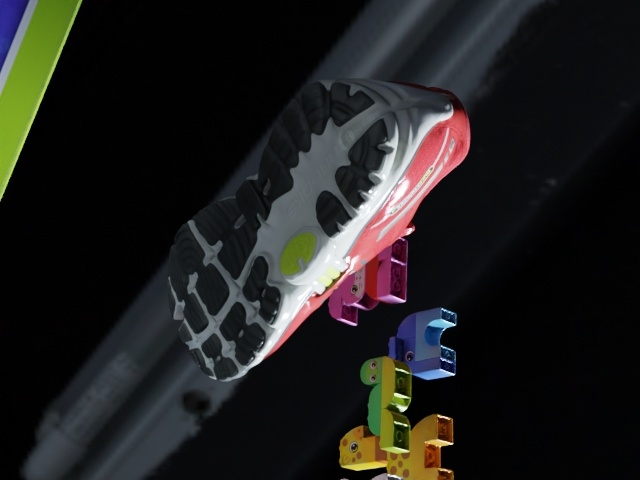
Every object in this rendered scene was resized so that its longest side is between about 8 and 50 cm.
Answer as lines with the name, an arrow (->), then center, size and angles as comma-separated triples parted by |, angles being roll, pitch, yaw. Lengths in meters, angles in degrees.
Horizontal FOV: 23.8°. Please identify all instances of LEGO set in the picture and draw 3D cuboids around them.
LEGO set -> 0.039, 0.122, 1.093 | 0.093, 0.087, 0.227 | -15, -117, 40

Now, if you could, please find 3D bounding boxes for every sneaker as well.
sneaker -> 0.000, 0.000, 0.962 | 0.279, 0.118, 0.107 | -44, -115, 43

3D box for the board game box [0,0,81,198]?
board game box -> -0.168, -0.098, 0.340 | 0.347, 0.233, 0.078 | -67, -157, 5
